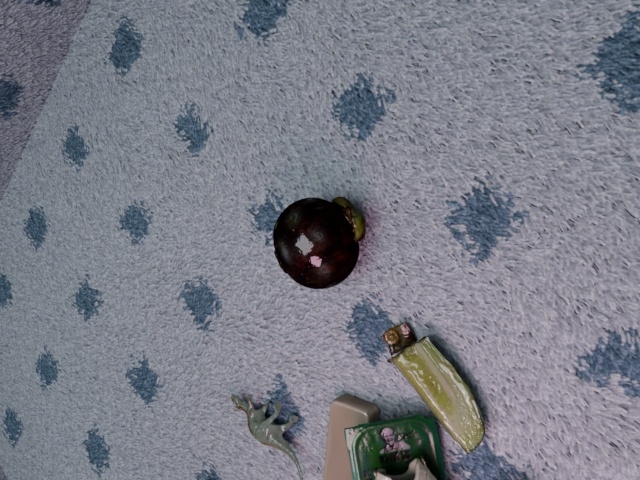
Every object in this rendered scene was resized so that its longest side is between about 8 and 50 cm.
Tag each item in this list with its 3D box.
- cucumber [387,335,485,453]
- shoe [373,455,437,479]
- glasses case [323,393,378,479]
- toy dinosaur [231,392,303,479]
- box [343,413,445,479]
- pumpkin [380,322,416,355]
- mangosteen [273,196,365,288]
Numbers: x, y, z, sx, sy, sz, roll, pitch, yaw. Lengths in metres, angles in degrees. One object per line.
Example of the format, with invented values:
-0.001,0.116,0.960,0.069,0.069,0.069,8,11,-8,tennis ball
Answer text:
0.342,0.428,1.522,0.145,0.105,0.325,-38,73,1,cucumber
0.177,0.723,1.466,0.342,0.132,0.210,-25,87,-5,shoe
0.093,0.667,1.708,0.144,0.076,0.336,12,100,31,glasses case
-0.155,0.650,1.853,0.205,0.092,0.393,-46,72,26,toy dinosaur
0.222,0.673,1.578,0.264,0.106,0.336,-9,88,0,box
0.234,0.291,1.615,0.101,0.035,0.073,-33,88,26,pumpkin
0.000,0.000,1.606,0.288,0.288,0.288,3,96,32,mangosteen
